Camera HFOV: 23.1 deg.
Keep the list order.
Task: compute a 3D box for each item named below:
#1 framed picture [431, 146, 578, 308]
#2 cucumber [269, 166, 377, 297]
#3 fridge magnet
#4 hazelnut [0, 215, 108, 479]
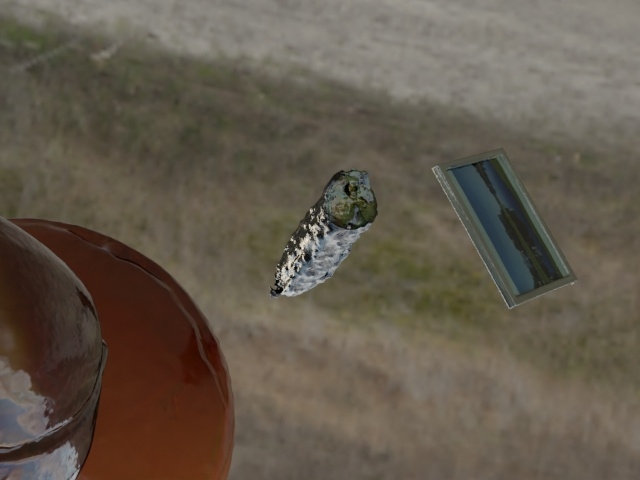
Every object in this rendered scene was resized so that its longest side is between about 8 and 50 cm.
[{"bbox_3d":[0.172,-0.014,1.455,0.109,0.149,0.011,-17,165,-48],"label":"framed picture"},{"bbox_3d":[0.000,0.000,1.325,0.053,0.053,0.181,15,148,-15],"label":"cucumber"},{"bbox_3d":[-0.252,0.150,1.313,0.363,0.364,0.155,12,153,-2],"label":"fridge magnet"},{"bbox_3d":[-0.238,0.083,1.007,0.229,0.230,0.229,10,163,3],"label":"hazelnut"}]
